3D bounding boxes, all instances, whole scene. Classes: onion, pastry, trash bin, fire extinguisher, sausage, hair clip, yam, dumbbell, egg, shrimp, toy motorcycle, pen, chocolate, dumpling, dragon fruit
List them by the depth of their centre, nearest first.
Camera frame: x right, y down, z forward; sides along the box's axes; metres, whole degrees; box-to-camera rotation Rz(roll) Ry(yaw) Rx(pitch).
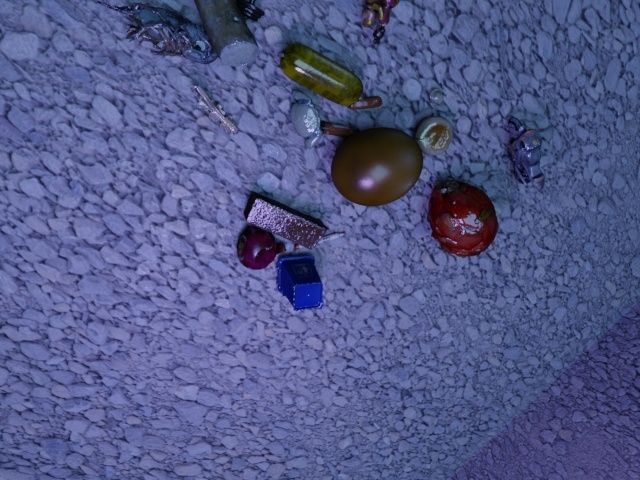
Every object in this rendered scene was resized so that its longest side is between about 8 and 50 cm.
[{"bbox_3d":[-0.471,-0.626,1.482,0.372,0.172,0.137,0,108,-34],"label":"shrimp"},{"bbox_3d":[-0.307,-0.702,1.503,0.133,0.133,0.330,-25,100,-6],"label":"yam"},{"bbox_3d":[-0.205,-0.772,1.547,0.099,0.099,0.208,21,106,-25],"label":"dumbbell"},{"bbox_3d":[-0.362,-0.442,1.674,0.062,0.056,0.214,-50,128,-11],"label":"hair clip"},{"bbox_3d":[0.007,-0.566,1.693,0.347,0.123,0.123,21,105,-25],"label":"sausage"},{"bbox_3d":[0.209,-0.269,1.801,0.351,0.283,0.282,-19,118,-21],"label":"egg"},{"bbox_3d":[0.168,-0.508,1.819,0.131,0.039,0.041,-10,108,-15],"label":"sausage"},{"bbox_3d":[0.072,-0.409,1.822,0.177,0.062,0.050,4,82,-19],"label":"fire extinguisher"},{"bbox_3d":[-0.132,-0.069,1.875,0.321,0.112,0.111,22,104,-24],"label":"chocolate"},{"bbox_3d":[-0.214,0.036,1.882,0.198,0.135,0.173,2,115,-21],"label":"onion"},{"bbox_3d":[0.448,-0.554,1.889,0.077,0.043,0.059,19,84,-21],"label":"dumpling"},{"bbox_3d":[0.439,-0.411,1.921,0.157,0.092,0.156,-6,111,-16],"label":"pastry"},{"bbox_3d":[-0.077,0.176,1.931,0.163,0.234,0.183,-6,114,-16],"label":"trash bin"},{"bbox_3d":[0.000,0.000,1.996,0.218,0.026,0.026,-15,117,-11],"label":"pen"},{"bbox_3d":[0.579,-0.087,2.011,0.278,0.277,0.342,-22,122,-8],"label":"dragon fruit"},{"bbox_3d":[0.844,-0.357,2.028,0.108,0.173,0.307,-26,117,-7],"label":"toy motorcycle"}]

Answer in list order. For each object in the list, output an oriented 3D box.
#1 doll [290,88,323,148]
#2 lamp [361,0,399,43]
[{"bbox_3d":[-0.052,-0.431,1.751,0.104,0.071,0.213,-5,111,32],"label":"doll"},{"bbox_3d":[0.202,-0.800,1.665,0.119,0.118,0.253,11,112,-22],"label":"lamp"}]
